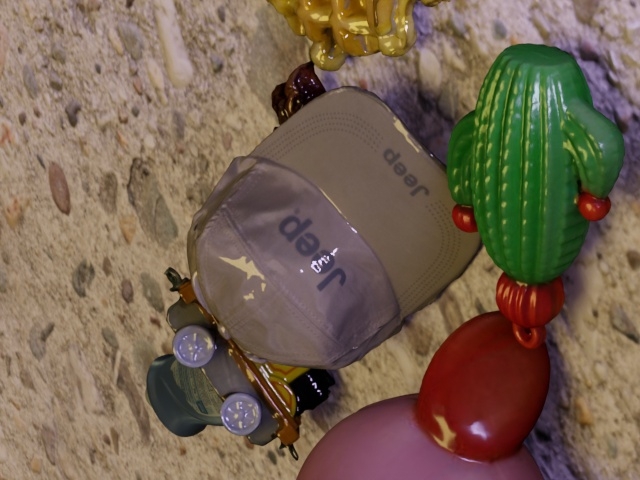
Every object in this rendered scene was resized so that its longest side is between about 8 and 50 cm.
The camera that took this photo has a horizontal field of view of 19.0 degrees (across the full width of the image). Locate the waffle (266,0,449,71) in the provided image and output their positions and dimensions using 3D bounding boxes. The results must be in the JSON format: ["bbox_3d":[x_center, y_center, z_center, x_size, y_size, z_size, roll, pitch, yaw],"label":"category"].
[{"bbox_3d":[0.011,-0.296,1.579,0.312,0.060,0.307,-30,83,54],"label":"waffle"}]

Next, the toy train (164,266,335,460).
[{"bbox_3d":[-0.063,0.103,1.802,0.219,0.127,0.089,56,180,-1],"label":"toy train"}]

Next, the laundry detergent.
[{"bbox_3d":[-0.121,0.148,1.945,0.206,0.061,0.096,-19,93,54],"label":"laundry detergent"}]

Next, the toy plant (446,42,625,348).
[{"bbox_3d":[0.156,-0.040,1.480,0.154,0.088,0.240,48,142,26],"label":"toy plant"}]

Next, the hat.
[{"bbox_3d":[0.000,0.000,1.613,0.214,0.149,0.244,44,149,1],"label":"hat"}]

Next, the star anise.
[{"bbox_3d":[-0.017,-0.067,1.712,0.097,0.070,0.190,26,127,42],"label":"star anise"}]

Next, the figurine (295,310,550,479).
[{"bbox_3d":[0.086,0.230,1.584,0.261,0.211,0.269,-33,78,53],"label":"figurine"}]
